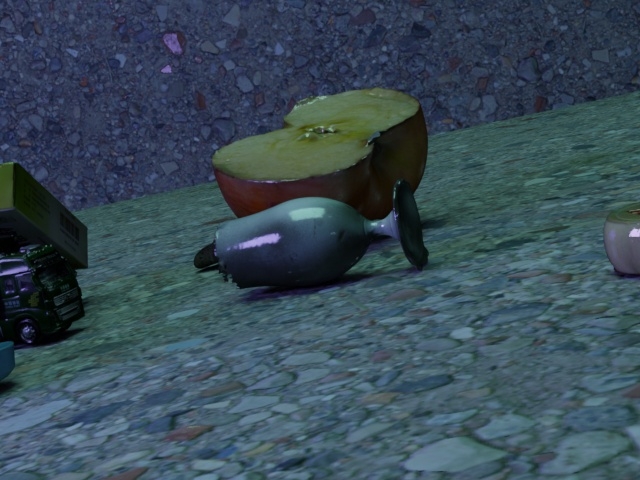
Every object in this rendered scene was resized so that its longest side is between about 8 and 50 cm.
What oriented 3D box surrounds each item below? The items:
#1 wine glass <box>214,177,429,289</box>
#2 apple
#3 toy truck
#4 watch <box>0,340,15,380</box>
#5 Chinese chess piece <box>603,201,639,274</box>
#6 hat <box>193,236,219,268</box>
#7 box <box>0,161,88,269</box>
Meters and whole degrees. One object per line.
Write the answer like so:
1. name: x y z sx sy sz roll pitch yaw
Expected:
1. wine glass: 0.000 0.000 1.301 0.222 0.103 0.103 -10 8 20
2. apple: 0.015 -0.076 1.572 0.251 0.163 0.293 14 38 44
3. toy truck: -0.405 0.067 1.373 0.259 0.121 0.088 -10 9 21
4. watch: -0.416 0.067 1.132 0.211 0.193 0.211 -13 6 1
5. Chinese chess piece: 0.308 -0.007 1.031 0.122 0.051 0.122 -12 8 2
6. hat: -0.130 0.020 1.596 0.058 0.042 0.087 -17 -25 -50
7. box: -0.407 -0.017 1.447 0.175 0.062 0.260 -6 -18 6
